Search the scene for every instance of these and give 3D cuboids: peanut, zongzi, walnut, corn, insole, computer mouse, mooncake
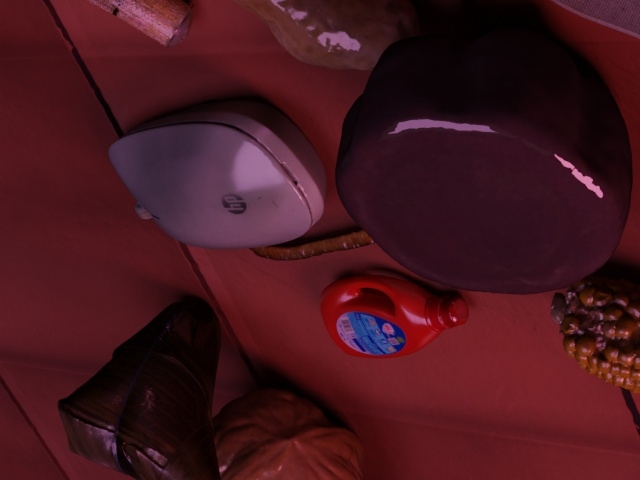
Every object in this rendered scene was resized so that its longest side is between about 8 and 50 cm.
[{"bbox_3d":[-0.014,-0.209,1.490,0.214,0.099,0.099,37,146,1],"label":"peanut"},{"bbox_3d":[-0.133,0.177,1.917,0.242,0.221,0.112,21,144,31],"label":"zongzi"},{"bbox_3d":[-0.049,0.284,1.996,0.225,0.225,0.261,31,146,9],"label":"walnut"},{"bbox_3d":[0.348,0.105,1.533,0.320,0.097,0.097,16,140,25],"label":"corn"},{"bbox_3d":[0.231,-0.189,1.371,0.232,0.003,0.080,30,145,11],"label":"insole"},{"bbox_3d":[-0.112,-0.050,1.758,0.288,0.097,0.159,-12,125,47],"label":"computer mouse"},{"bbox_3d":[0.135,-0.064,1.450,0.245,0.133,0.245,7,146,4],"label":"mooncake"}]

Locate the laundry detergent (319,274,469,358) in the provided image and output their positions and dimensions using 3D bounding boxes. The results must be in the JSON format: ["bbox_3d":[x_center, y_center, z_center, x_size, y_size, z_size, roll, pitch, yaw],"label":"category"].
[{"bbox_3d":[0.077,0.072,1.775,0.165,0.049,0.097,-11,119,45],"label":"laundry detergent"}]

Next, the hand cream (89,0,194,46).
[{"bbox_3d":[-0.208,-0.246,1.636,0.203,0.084,0.084,34,146,-4],"label":"hand cream"}]

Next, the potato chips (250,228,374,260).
[{"bbox_3d":[0.000,0.000,1.778,0.204,0.026,0.037,-5,114,45],"label":"potato chips"}]
